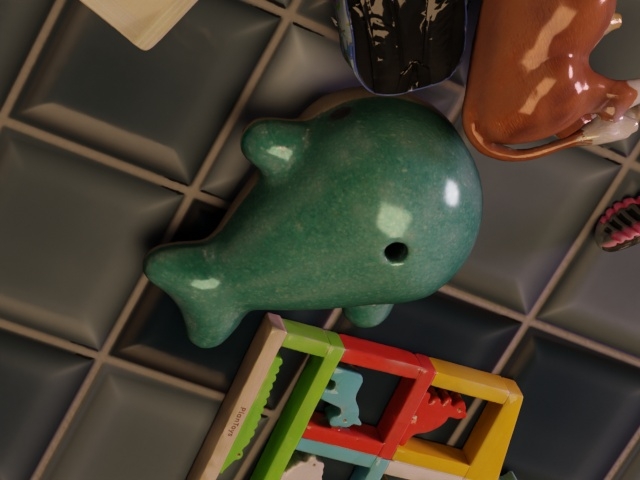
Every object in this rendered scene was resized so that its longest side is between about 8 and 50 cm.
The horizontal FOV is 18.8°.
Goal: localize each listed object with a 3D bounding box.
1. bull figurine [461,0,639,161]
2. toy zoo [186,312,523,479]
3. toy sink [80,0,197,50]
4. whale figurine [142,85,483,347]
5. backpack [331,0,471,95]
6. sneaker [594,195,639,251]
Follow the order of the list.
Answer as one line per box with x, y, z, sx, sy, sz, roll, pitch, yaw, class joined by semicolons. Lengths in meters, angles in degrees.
0.192;-0.210;1.454;0.188;0.101;0.310;6;104;-23;bull figurine
0.048;0.183;1.699;0.293;0.030;0.192;16;114;-22;toy zoo
-0.099;-0.276;1.330;0.234;0.153;0.131;-44;120;13;toy sink
0.000;0.000;1.518;0.272;0.141;0.216;-28;122;3;whale figurine
0.059;-0.175;1.467;0.105;0.084;0.114;-12;118;-11;backpack
0.292;-0.018;1.646;0.119;0.047;0.057;-28;133;4;sneaker
